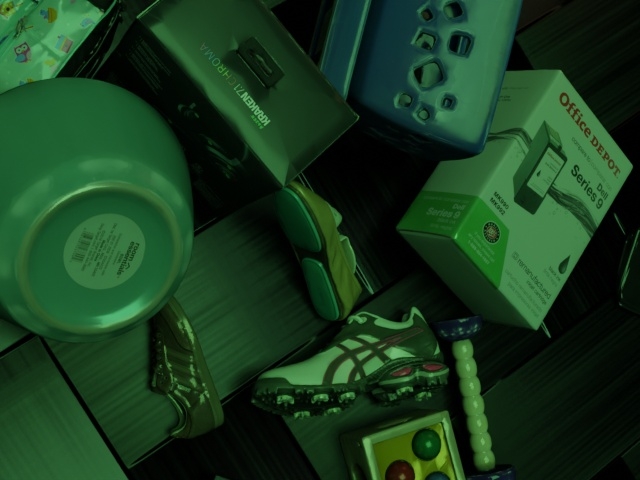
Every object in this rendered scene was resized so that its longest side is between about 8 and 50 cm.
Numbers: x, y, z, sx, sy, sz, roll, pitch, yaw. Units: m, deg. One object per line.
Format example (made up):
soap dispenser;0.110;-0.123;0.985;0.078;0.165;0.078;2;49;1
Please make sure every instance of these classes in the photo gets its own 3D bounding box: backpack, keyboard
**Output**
backpack;-0.333;-0.226;1.329;0.144;0.166;0.188;29;83;-13
keyboard;0.595;0.056;1.721;0.317;0.033;0.201;23;83;-18

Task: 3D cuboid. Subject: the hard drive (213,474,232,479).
hard drive;-0.090;0.428;1.361;0.172;0.054;0.254;23;52;-17

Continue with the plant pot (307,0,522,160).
plant pot;0.101;-0.237;1.396;0.212;0.236;0.236;15;89;-9

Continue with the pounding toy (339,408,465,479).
pounding toy;0.097;0.342;1.464;0.181;0.094;0.206;-14;88;-22

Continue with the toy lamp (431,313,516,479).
toy lamp;0.212;0.239;1.529;0.080;0.080;0.274;-8;87;-21

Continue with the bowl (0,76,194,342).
bowl;-0.266;-0.010;1.259;0.312;0.163;0.311;-12;119;-22

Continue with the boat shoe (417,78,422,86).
boat shoe;0.163;-0.182;1.565;0.183;0.065;0.083;-13;91;-21

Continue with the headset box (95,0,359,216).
headset box;-0.117;-0.174;1.341;0.131;0.283;0.246;-43;99;-19

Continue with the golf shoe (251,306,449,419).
golf shoe;0.031;0.160;1.471;0.273;0.105;0.120;-4;68;-25

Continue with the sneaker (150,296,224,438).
sneaker;-0.181;0.154;1.394;0.071;0.066;0.188;-23;92;-21

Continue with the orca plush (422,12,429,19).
orca plush;0.114;-0.438;1.554;0.102;0.151;0.287;10;107;18

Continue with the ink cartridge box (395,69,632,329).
ink cartridge box;0.268;-0.060;1.532;0.211;0.121;0.289;44;70;-31

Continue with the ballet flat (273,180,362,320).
ballet flat;0.000;0.000;1.443;0.073;0.080;0.232;-44;136;-30
